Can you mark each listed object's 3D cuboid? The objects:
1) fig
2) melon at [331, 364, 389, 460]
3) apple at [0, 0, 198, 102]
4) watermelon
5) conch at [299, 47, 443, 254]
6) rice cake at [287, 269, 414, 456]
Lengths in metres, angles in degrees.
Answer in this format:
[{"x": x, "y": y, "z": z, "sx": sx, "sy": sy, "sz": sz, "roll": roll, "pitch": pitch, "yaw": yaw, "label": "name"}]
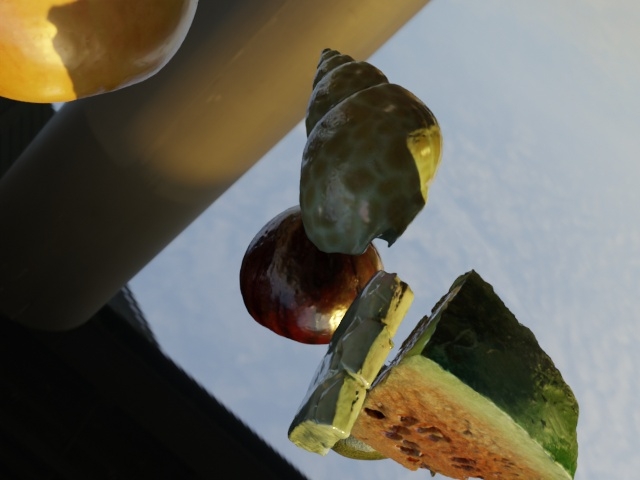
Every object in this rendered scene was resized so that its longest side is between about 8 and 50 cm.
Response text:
[{"x": -0.004, "y": 0.028, "z": 0.937, "sx": 0.148, "sy": 0.202, "sz": 0.149, "roll": -27, "pitch": -113, "yaw": -25, "label": "fig"}, {"x": 0.065, "y": 0.207, "z": 1.087, "sx": 0.167, "sy": 0.114, "sz": 0.114, "roll": -1, "pitch": -124, "yaw": -28, "label": "melon"}, {"x": -0.201, "y": -0.218, "z": 0.614, "sx": 0.242, "sy": 0.242, "sz": 0.241, "roll": -53, "pitch": -45, "yaw": -57, "label": "apple"}, {"x": 0.095, "y": 0.131, "z": 0.719, "sx": 0.154, "sy": 0.241, "sz": 0.094, "roll": 45, "pitch": -122, "yaw": -6, "label": "watermelon"}, {"x": 0.036, "y": -0.069, "z": 0.700, "sx": 0.106, "sy": 0.116, "sz": 0.173, "roll": 51, "pitch": -131, "yaw": -31, "label": "conch"}, {"x": 0.018, "y": 0.094, "z": 0.646, "sx": 0.038, "sy": 0.211, "sz": 0.124, "roll": 26, "pitch": -111, "yaw": 3, "label": "rice cake"}]
